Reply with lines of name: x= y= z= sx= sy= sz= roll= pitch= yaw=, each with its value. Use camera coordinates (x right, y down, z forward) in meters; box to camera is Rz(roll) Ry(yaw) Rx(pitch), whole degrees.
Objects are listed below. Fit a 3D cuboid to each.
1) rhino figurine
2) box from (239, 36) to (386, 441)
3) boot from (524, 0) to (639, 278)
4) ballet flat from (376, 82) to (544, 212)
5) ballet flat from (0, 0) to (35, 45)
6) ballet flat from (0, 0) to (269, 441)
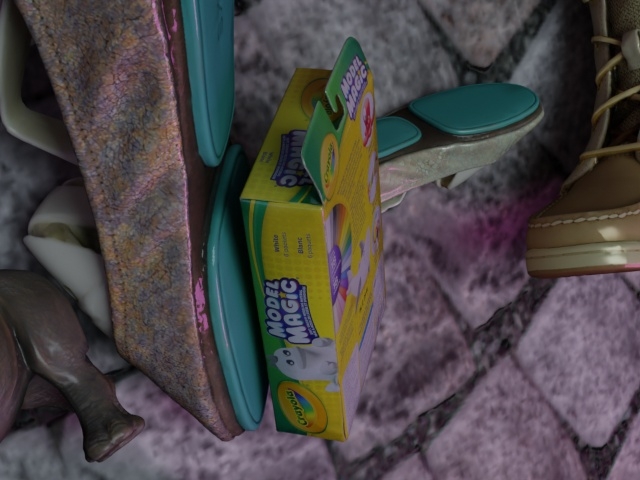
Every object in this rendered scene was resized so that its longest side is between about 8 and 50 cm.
rhino figurine: x=-0.178 y=0.088 z=0.495 sx=0.106 sy=0.073 sz=0.243 roll=53 pitch=43 yaw=4
box: x=0.000 y=0.000 z=0.594 sx=0.105 sy=0.043 sz=0.179 roll=-70 pitch=163 yaw=-46
boot: x=0.186 y=-0.094 z=0.730 sx=0.262 sy=0.095 sz=0.203 roll=-22 pitch=107 yaw=-49
ballet flat: x=0.054 y=-0.049 z=0.701 sx=0.168 sy=0.057 sz=0.052 roll=-17 pitch=131 yaw=-29
ballet flat: x=-0.037 y=-0.223 z=0.565 sx=0.400 sy=0.139 sz=0.139 roll=-41 pitch=115 yaw=-25
ballet flat: x=-0.083 y=-0.033 z=0.552 sx=0.107 sy=0.106 sz=0.316 roll=-76 pitch=167 yaw=-50
